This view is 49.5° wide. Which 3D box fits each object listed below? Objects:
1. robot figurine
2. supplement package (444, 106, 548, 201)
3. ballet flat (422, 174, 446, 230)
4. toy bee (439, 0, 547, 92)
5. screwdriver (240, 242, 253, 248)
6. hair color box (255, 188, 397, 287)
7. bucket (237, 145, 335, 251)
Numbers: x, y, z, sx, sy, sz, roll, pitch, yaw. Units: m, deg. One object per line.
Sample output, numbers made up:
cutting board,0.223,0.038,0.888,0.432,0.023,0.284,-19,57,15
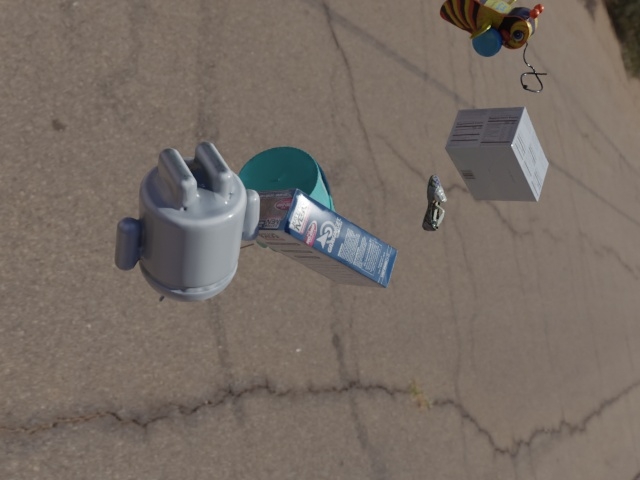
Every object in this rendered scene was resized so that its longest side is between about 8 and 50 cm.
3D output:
robot figurine,-0.252,-0.019,1.357,0.300,0.353,0.200,-11,48,-26
supplement package,0.513,-0.245,2.010,0.262,0.204,0.145,48,57,-44
ballet flat,0.229,-0.072,1.371,0.041,0.041,0.114,-21,121,-60
toy bee,0.434,-0.505,1.604,0.298,0.162,0.195,23,55,-8
screwdriver,-0.206,0.016,1.783,0.024,0.170,0.025,5,75,-28
hair color box,0.000,0.000,1.614,0.347,0.174,0.105,29,72,-38
bucket,-0.103,-0.124,1.994,0.183,0.281,0.281,73,21,-55
